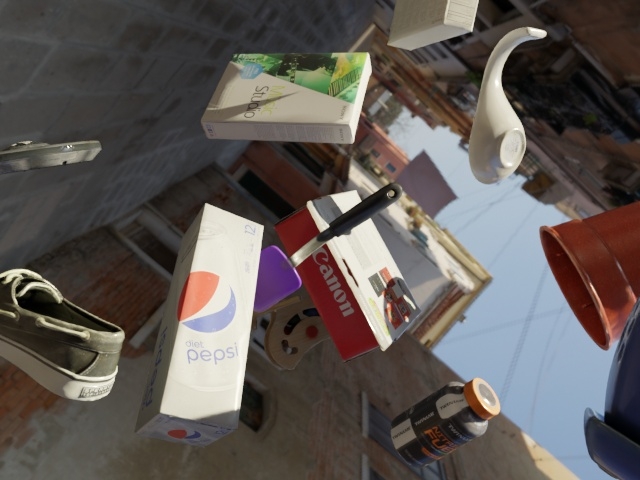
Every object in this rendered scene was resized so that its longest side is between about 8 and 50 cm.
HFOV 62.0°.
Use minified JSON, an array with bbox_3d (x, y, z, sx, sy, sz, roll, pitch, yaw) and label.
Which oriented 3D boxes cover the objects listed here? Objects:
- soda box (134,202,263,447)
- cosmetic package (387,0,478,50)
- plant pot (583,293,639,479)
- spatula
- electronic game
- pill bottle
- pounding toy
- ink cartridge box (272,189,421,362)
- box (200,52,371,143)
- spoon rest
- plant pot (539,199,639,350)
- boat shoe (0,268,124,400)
[{"bbox_3d":[-0.145,0.099,0.672,0.098,0.091,0.286,-43,-146,45],"label":"soda box"},{"bbox_3d":[0.200,-0.412,0.961,0.239,0.061,0.098,-140,-119,-70],"label":"cosmetic package"},{"bbox_3d":[0.397,0.173,0.526,0.212,0.236,0.236,-59,152,2],"label":"plant pot"},{"bbox_3d":[0.000,0.000,0.813,0.296,0.084,0.030,-35,-169,-2],"label":"spatula"},{"bbox_3d":[-0.475,-0.137,0.865,0.229,0.048,0.229,-8,-168,2],"label":"electronic game"},{"bbox_3d":[0.286,0.409,1.215,0.246,0.130,0.130,-45,-171,30],"label":"pill bottle"},{"bbox_3d":[-0.040,0.203,1.178,0.155,0.270,0.154,142,-57,-71],"label":"pounding toy"},{"bbox_3d":[0.049,0.068,1.076,0.130,0.309,0.272,-30,175,25],"label":"ink cartridge box"},{"bbox_3d":[-0.068,-0.311,1.140,0.058,0.322,0.232,77,22,-53],"label":"box"},{"bbox_3d":[0.332,-0.238,0.968,0.084,0.137,0.276,30,-62,51],"label":"spoon rest"},{"bbox_3d":[0.621,0.040,1.046,0.265,0.272,0.272,-25,-167,11],"label":"plant pot"},{"bbox_3d":[-0.271,0.065,0.490,0.070,0.219,0.078,-70,164,7],"label":"boat shoe"}]
